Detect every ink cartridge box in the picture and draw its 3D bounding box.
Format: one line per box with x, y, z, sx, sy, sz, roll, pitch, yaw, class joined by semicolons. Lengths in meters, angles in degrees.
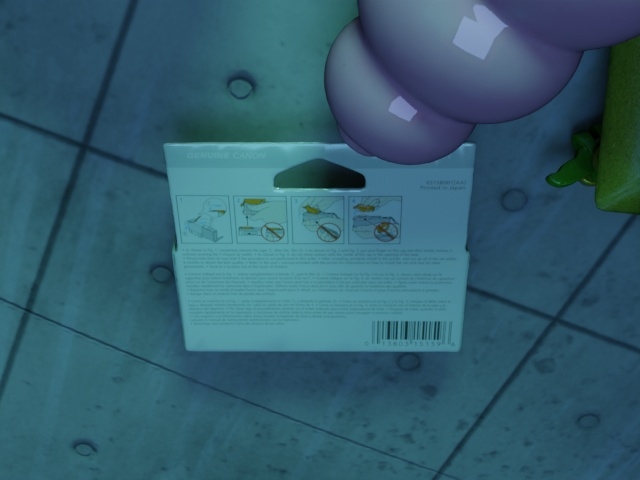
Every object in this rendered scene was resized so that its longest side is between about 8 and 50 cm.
0.000;0.000;0.902;0.275;0.060;0.239;0;124;1;ink cartridge box

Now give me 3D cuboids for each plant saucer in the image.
0.326;-0.109;0.771;0.188;0.045;0.188;5;91;-3;plant saucer

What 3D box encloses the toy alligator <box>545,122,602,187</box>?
0.288;-0.083;0.849;0.189;0.056;0.051;-8;83;-4;toy alligator

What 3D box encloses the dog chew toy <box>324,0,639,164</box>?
0.123;-0.181;0.698;0.206;0.206;0.332;29;128;-18;dog chew toy
